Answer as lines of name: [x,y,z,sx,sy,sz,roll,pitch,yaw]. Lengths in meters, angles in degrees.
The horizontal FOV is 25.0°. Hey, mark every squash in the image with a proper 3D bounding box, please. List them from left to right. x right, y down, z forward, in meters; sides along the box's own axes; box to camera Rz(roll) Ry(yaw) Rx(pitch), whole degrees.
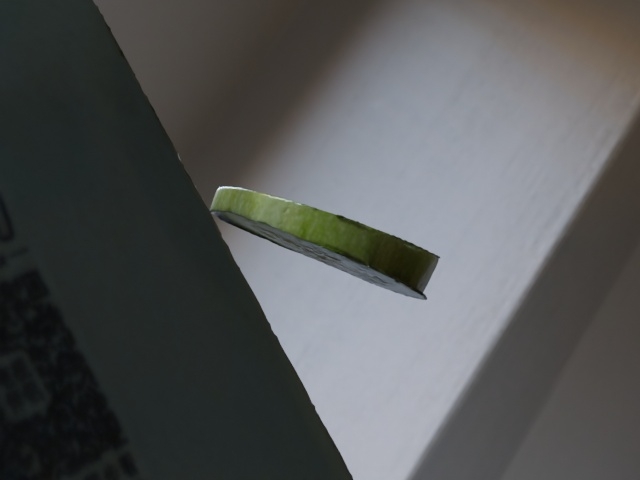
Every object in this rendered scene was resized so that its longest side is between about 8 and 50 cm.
squash: [0.002,-0.005,1.331,0.219,0.041,0.219,22,-5,2]

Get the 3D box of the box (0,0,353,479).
box: [-0.153,0.063,0.576,0.373,0.090,0.367,61,31,2]
